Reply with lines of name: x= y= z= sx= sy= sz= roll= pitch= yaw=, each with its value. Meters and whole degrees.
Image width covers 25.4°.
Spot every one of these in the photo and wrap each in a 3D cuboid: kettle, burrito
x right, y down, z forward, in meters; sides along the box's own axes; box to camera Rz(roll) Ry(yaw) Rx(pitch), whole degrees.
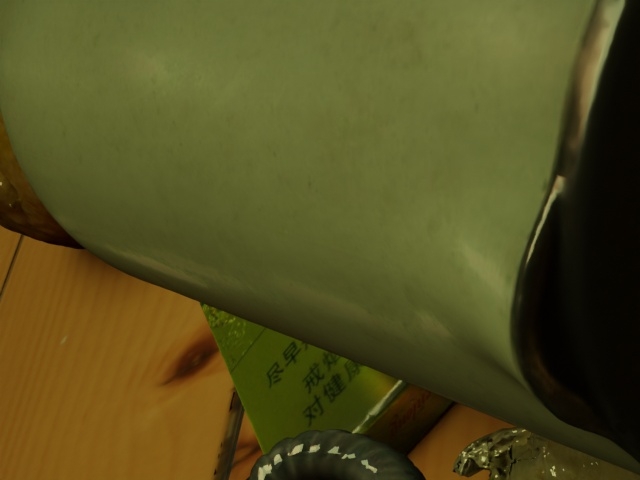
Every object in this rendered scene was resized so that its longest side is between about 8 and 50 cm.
kettle: x=0.101 y=-0.081 z=0.575 sx=0.361 sy=0.250 sz=0.377 roll=-25 pitch=24 yaw=-26
burrito: x=0.126 y=0.087 z=0.580 sx=0.188 sy=0.045 sz=0.058 roll=-25 pitch=48 yaw=44

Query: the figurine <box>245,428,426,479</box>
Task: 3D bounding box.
figurine: x=0.096 y=0.194 z=0.374 sx=0.382 sy=0.186 sz=0.261 roll=-6 pitch=62 yaw=52

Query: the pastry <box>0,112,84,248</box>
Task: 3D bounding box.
pastry: x=-0.196 y=-0.149 z=1.194 sx=0.356 sy=0.164 sz=0.356 roll=-162 pitch=90 yaw=-75

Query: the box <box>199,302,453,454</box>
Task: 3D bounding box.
box: x=0.000 y=0.000 z=0.841 sx=0.173 sy=0.043 sz=0.311 roll=-49 pitch=37 yaw=15
